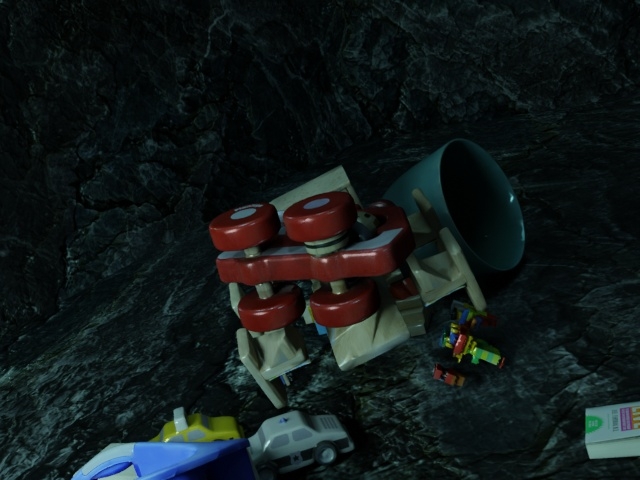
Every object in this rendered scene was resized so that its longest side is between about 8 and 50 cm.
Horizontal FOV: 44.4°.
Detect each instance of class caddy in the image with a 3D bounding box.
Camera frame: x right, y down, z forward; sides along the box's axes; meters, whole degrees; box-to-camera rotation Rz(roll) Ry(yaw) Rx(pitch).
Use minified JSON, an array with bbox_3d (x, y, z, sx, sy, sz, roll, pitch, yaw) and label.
[{"bbox_3d":[-0.225,0.335,0.934,0.341,0.179,0.241,-28,-14,24],"label":"caddy"}]

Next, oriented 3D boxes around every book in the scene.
[{"bbox_3d":[0.415,0.236,0.999,0.144,0.035,0.096,-14,12,22],"label":"book"}]

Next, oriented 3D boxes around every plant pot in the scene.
[{"bbox_3d":[0.255,-0.037,1.676,0.235,0.293,0.293,-26,8,39],"label":"plant pot"}]

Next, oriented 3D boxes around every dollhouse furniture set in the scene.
[{"bbox_3d":[0.059,0.089,1.355,0.362,0.256,0.394,-27,34,4],"label":"dollhouse furniture set"}]

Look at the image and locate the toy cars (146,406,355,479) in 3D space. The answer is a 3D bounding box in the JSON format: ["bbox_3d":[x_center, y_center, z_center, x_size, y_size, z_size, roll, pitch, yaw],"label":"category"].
[{"bbox_3d":[-0.137,0.312,1.246,0.394,0.087,0.176,-9,13,32],"label":"toy cars"}]

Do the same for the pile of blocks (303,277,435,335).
[{"bbox_3d":[0.068,0.127,1.620,0.362,0.112,0.149,-4,21,44],"label":"pile of blocks"}]

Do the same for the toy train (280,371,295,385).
[{"bbox_3d":[-0.085,0.249,1.540,0.036,0.027,0.158,-26,16,-13],"label":"toy train"}]

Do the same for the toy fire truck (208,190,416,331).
[{"bbox_3d":[0.000,0.000,1.160,0.302,0.169,0.254,-6,22,30],"label":"toy fire truck"}]

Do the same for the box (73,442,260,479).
[{"bbox_3d":[-0.222,0.365,1.147,0.275,0.113,0.094,-7,18,32],"label":"box"}]

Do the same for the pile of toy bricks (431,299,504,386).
[{"bbox_3d":[0.253,0.178,1.294,0.105,0.118,0.212,20,12,7],"label":"pile of toy bricks"}]
